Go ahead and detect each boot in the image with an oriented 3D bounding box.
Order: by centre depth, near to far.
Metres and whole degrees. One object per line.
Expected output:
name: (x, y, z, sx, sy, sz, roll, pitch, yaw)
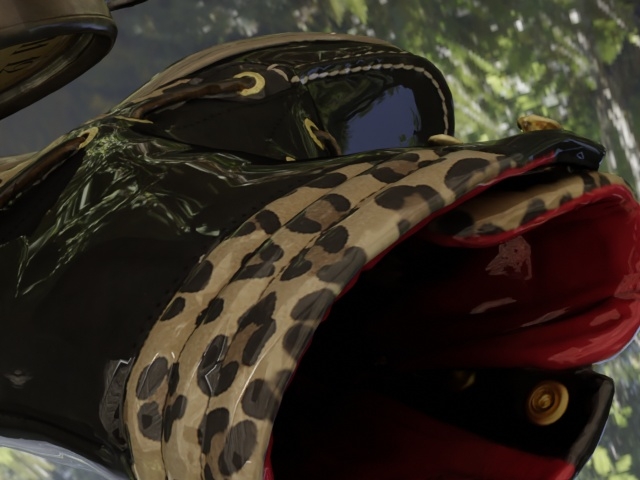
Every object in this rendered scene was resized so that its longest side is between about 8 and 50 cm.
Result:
boot: (0.000, 0.000, 0.513, 0.284, 0.138, 0.377, 7, -159, 45)

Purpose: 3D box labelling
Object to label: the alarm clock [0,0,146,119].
alarm clock: (-0.116, -0.065, 0.388, 0.192, 0.064, 0.129, -22, 180, -44)
